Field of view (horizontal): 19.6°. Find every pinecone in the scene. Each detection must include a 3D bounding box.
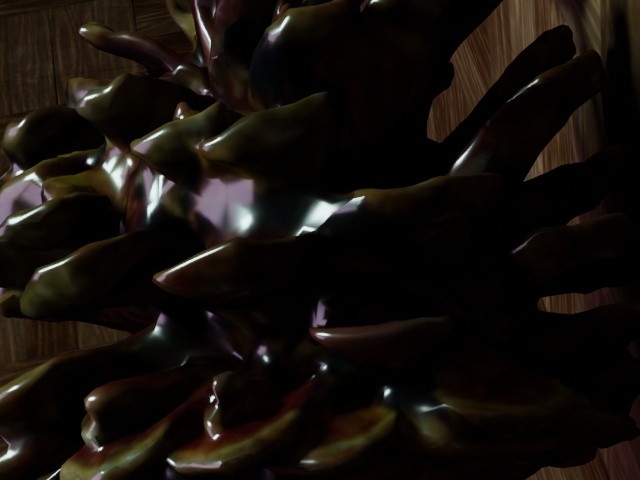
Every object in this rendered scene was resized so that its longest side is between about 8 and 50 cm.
[{"bbox_3d":[0.000,0.000,0.997,0.398,0.398,0.397,169,90,-87],"label":"pinecone"}]
